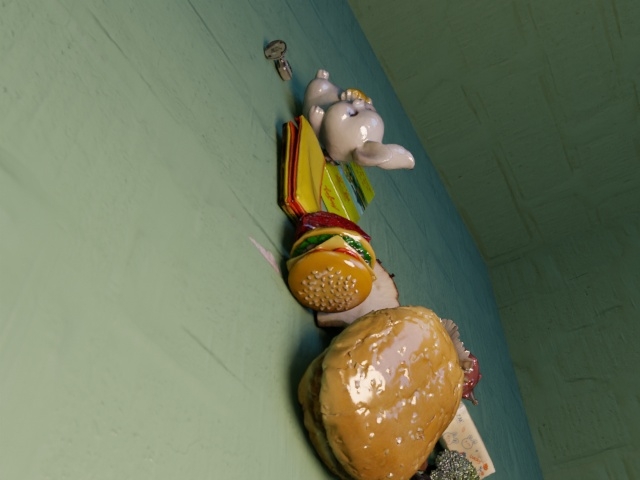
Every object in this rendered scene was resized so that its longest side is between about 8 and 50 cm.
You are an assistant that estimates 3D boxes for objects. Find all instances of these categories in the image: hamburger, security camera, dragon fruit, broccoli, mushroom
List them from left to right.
[{"bbox_3d":[-0.090,-0.421,1.539,0.092,0.058,0.058,51,24,-60],"label":"security camera"},{"bbox_3d":[0.000,0.000,1.251,0.162,0.106,0.083,6,35,-36],"label":"dragon fruit"},{"bbox_3d":[0.021,0.052,1.147,0.162,0.161,0.115,54,26,-35],"label":"hamburger"},{"bbox_3d":[0.074,0.166,1.246,0.286,0.155,0.151,-81,171,-52],"label":"mushroom"},{"bbox_3d":[0.109,0.238,1.031,0.283,0.144,0.260,-43,107,-37],"label":"hamburger"},{"bbox_3d":[0.302,0.562,1.457,0.118,0.122,0.204,-29,121,-30],"label":"broccoli"}]

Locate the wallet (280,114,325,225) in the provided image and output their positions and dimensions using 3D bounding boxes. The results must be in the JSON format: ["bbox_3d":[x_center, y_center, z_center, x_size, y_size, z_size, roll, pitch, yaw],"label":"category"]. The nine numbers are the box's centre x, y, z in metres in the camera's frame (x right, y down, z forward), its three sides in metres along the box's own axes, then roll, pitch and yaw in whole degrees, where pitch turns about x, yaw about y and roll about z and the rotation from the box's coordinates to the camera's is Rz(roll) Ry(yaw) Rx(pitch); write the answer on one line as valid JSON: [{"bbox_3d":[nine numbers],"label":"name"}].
[{"bbox_3d":[-0.036,-0.125,1.343,0.141,0.067,0.241,56,26,-45],"label":"wallet"}]

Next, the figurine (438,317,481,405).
[{"bbox_3d":[0.320,0.328,1.698,0.207,0.166,0.387,24,-23,42],"label":"figurine"}]

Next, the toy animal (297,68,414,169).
[{"bbox_3d":[0.068,-0.260,1.502,0.325,0.154,0.208,49,25,22],"label":"toy animal"}]

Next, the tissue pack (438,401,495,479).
[{"bbox_3d":[0.324,0.459,1.569,0.196,0.092,0.148,61,-3,-15],"label":"tissue pack"}]

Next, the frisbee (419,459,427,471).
[{"bbox_3d":[0.158,0.356,1.354,0.251,0.021,0.251,57,15,-25],"label":"frisbee"}]

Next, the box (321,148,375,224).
[{"bbox_3d":[0.058,-0.151,1.644,0.187,0.047,0.335,65,20,-10],"label":"box"}]

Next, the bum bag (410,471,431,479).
[{"bbox_3d":[0.208,0.560,1.179,0.144,0.095,0.341,127,-56,-77],"label":"bum bag"}]
